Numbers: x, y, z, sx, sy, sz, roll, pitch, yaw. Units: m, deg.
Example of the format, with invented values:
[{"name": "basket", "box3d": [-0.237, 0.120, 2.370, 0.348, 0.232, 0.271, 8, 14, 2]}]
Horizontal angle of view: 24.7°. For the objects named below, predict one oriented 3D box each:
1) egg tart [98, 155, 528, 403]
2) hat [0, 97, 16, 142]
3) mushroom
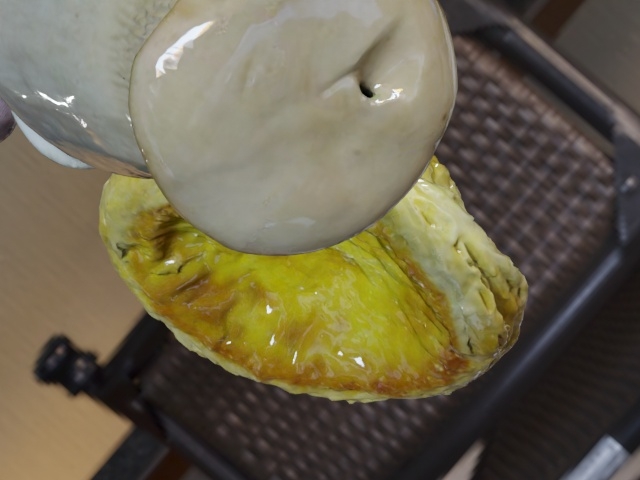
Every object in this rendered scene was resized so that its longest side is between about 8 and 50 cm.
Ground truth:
[{"name": "egg tart", "box3d": [0.000, 0.000, 1.057, 0.319, 0.319, 0.128, -50, 15, 53]}, {"name": "hat", "box3d": [-0.209, -0.094, 0.914, 0.058, 0.042, 0.087, -4, -50, -47]}, {"name": "mushroom", "box3d": [-0.052, -0.062, 0.443, 0.096, 0.108, 0.247, -44, 23, -7]}]
